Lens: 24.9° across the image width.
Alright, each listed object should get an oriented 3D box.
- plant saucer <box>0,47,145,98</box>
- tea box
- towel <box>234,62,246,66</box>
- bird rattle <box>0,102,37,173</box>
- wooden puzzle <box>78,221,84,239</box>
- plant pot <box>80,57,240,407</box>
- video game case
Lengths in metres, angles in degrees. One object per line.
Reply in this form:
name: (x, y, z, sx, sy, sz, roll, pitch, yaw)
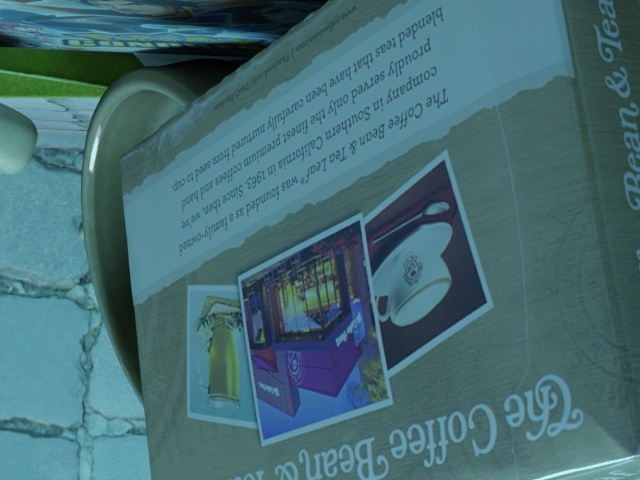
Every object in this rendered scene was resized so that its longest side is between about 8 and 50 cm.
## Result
plant saucer: (-0.243, -0.135, 1.062, 0.188, 0.045, 0.188, 3, -179, 33)
tea box: (0.125, 0.018, 0.678, 0.324, 0.220, 0.329, 2, 163, -35)
towel: (0.081, -0.118, 1.266, 0.332, 0.053, 0.317, 3, 180, 41)
bird rattle: (-0.264, -0.093, 0.840, 0.207, 0.143, 0.253, 16, 168, -10)
wooden puzzle: (-0.005, -0.039, 1.234, 0.348, 0.080, 0.322, 8, 168, -19)
plant pot: (0.000, 0.000, 0.961, 0.229, 0.263, 0.263, -14, -170, -32)
video game case: (-0.105, -0.129, 0.770, 0.275, 0.035, 0.248, 3, -179, 4)
